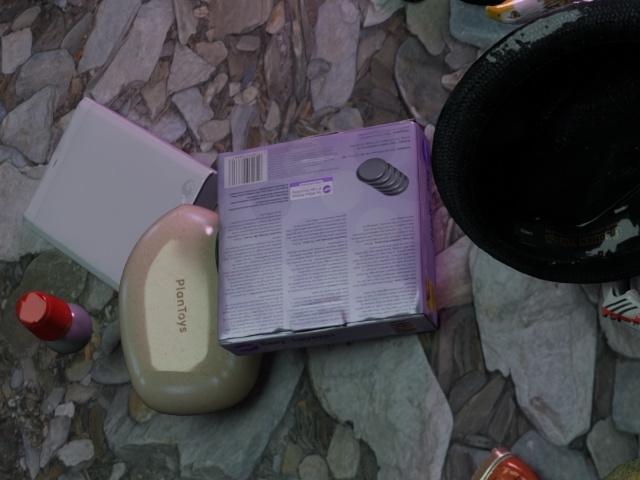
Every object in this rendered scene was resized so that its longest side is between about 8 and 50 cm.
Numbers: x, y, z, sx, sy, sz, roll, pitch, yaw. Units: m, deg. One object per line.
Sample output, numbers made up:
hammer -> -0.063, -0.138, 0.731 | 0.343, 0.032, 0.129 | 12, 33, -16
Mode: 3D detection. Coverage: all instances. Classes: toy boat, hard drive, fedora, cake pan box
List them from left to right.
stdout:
hard drive -> -0.271, -0.053, 2.408 | 0.307, 0.040, 0.203 | 31, 95, 44
toy boat -> -0.215, 0.092, 2.223 | 0.318, 0.148, 0.268 | -4, 73, 14
cake pan box -> 0.000, 0.000, 2.077 | 0.266, 0.070, 0.246 | -10, 65, 16
fedora -> 0.273, -0.121, 1.753 | 0.334, 0.334, 0.152 | -37, 23, 25

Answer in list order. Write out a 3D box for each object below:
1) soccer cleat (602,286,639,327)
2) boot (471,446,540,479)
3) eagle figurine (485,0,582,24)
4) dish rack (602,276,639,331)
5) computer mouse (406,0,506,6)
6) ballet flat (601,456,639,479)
soccer cleat -> 0.315, 0.068, 1.767 | 0.083, 0.029, 0.036 | 15, 89, 48
boot -> 0.180, 0.304, 1.872 | 0.084, 0.059, 0.158 | 33, 96, 38
eagle figurine -> 0.266, -0.231, 1.937 | 0.226, 0.225, 0.298 | -101, 6, -77
dish rack -> 0.452, -0.029, 1.746 | 0.285, 0.072, 0.333 | 27, 93, 43
computer mouse -> 0.156, -0.319, 2.132 | 0.242, 0.041, 0.071 | 9, 81, 43
ballet flat -> 0.375, 0.223, 1.691 | 0.348, 0.123, 0.123 | -32, 55, 44
